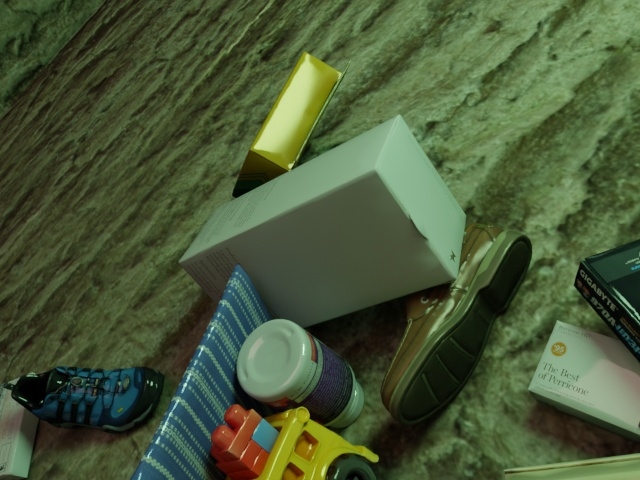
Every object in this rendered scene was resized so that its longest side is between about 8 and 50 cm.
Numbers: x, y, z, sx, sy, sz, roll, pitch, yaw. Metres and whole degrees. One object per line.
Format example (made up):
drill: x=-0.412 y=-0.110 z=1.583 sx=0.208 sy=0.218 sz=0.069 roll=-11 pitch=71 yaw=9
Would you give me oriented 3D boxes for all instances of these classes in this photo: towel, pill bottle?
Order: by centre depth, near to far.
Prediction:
towel: x=-0.128 y=0.234 z=0.798 sx=0.040 sy=0.243 sz=0.336 roll=-1 pitch=43 yaw=22
pill bottle: x=-0.018 y=0.192 z=0.833 sx=0.108 sy=0.193 sz=0.108 roll=-18 pitch=52 yaw=24

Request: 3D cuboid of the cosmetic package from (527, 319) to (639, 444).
cosmetic package: x=0.367 y=0.176 z=0.679 sx=0.239 sy=0.060 sz=0.098 roll=17 pitch=70 yaw=39

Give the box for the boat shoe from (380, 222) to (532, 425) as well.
boat shoe: x=0.169 y=0.107 z=0.836 sx=0.104 sy=0.110 sz=0.307 roll=22 pitch=65 yaw=45

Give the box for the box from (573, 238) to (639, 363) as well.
box: x=0.425 y=0.062 z=0.665 sx=0.220 sy=0.051 sz=0.175 roll=-17 pitch=47 yaw=-9

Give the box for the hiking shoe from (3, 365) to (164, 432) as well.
hiking shoe: x=-0.420 y=0.278 z=1.086 sx=0.304 sy=0.132 sz=0.113 roll=-16 pitch=53 yaw=24

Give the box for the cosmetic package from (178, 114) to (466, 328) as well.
cosmetic package: x=0.000 y=0.000 z=0.886 sx=0.366 sy=0.197 sz=0.155 roll=-22 pitch=27 yaw=32

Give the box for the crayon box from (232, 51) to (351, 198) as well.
crayon box: x=-0.060 y=-0.184 z=1.061 sx=0.202 sy=0.081 sz=0.318 roll=-64 pitch=8 yaw=-17

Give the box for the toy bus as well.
toy bus: x=-0.061 y=0.307 z=0.725 sx=0.149 sy=0.211 sz=0.220 roll=-30 pitch=24 yaw=44

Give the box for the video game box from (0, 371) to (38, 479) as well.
video game box: x=-0.648 y=0.389 z=1.223 sx=0.187 sy=0.048 sz=0.205 roll=-20 pitch=51 yaw=19

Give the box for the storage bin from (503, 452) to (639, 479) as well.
storage bin: x=0.312 y=0.328 z=0.537 sx=0.262 sy=0.123 sz=0.260 roll=-17 pitch=70 yaw=23
